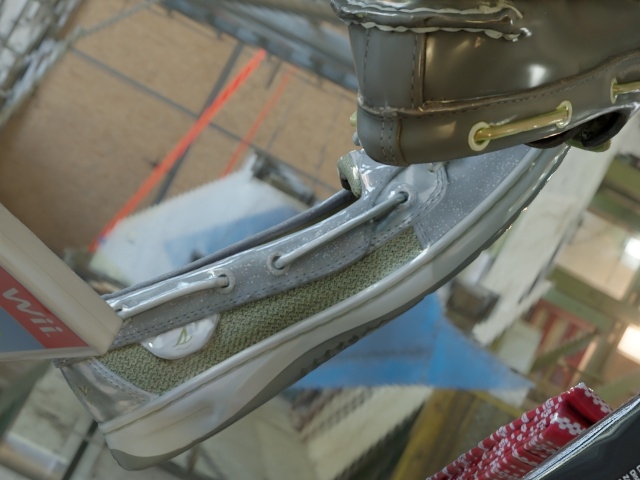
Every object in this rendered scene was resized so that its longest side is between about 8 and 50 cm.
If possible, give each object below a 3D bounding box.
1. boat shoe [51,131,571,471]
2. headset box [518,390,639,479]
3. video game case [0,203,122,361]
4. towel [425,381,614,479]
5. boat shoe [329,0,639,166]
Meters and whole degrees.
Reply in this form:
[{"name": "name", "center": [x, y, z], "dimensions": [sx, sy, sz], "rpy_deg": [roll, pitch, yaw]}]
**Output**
[{"name": "boat shoe", "center": [-0.001, 0.000, 0.738], "dimensions": [0.103, 0.320, 0.118], "rpy_deg": [55, 3, -6]}, {"name": "headset box", "center": [0.242, 0.072, 0.390], "dimensions": [0.218, 0.293, 0.110], "rpy_deg": [54, 11, 13]}, {"name": "video game case", "center": [-0.262, -0.001, 0.703], "dimensions": [0.285, 0.025, 0.204], "rpy_deg": [-8, -44, 41]}, {"name": "towel", "center": [0.149, 0.184, 0.722], "dimensions": [0.199, 0.031, 0.275], "rpy_deg": [41, -26, 4]}, {"name": "boat shoe", "center": [0.100, -0.087, 0.616], "dimensions": [0.109, 0.091, 0.305], "rpy_deg": [11, 11, 29]}]
